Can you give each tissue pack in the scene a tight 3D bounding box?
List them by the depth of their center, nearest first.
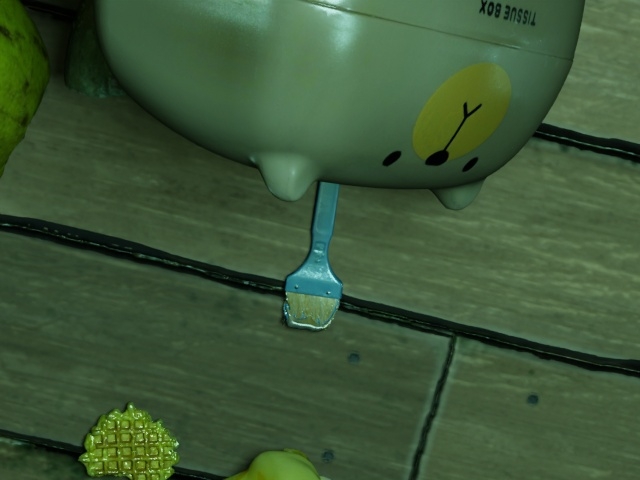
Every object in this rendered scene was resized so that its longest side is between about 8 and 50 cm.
[{"bbox_3d":[0.020,-0.177,1.362,0.267,0.387,0.277,22,100,31],"label":"tissue pack"}]

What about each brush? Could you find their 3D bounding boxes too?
[{"bbox_3d":[0.000,0.000,1.603,0.051,0.014,0.164,7,102,-4],"label":"brush"}]

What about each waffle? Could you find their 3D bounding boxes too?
[{"bbox_3d":[-0.169,0.189,1.640,0.085,0.016,0.078,30,101,-9],"label":"waffle"}]

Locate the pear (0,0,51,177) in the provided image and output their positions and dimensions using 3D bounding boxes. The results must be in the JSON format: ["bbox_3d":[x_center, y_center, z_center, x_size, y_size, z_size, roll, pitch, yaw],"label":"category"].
[{"bbox_3d":[-0.372,-0.143,1.445,0.307,0.253,0.253,28,101,-18],"label":"pear"}]

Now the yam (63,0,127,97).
[{"bbox_3d":[-0.117,-0.274,1.484,0.133,0.133,0.330,12,97,-4],"label":"yam"}]

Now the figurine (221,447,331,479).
[{"bbox_3d":[-0.002,0.265,1.616,0.246,0.131,0.156,7,84,-16],"label":"figurine"}]
